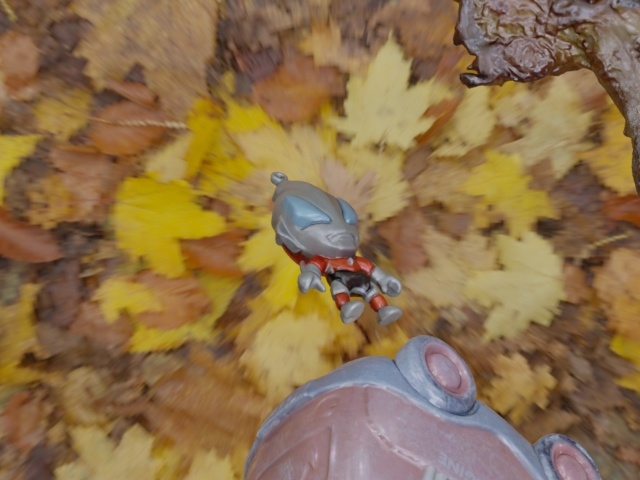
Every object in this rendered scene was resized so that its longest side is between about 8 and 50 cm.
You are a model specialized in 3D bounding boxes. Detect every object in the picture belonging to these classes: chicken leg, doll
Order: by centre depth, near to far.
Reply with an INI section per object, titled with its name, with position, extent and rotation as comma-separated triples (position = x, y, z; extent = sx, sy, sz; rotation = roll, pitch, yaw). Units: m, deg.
[doll]
position = 0.000, -0.001, 0.985
extent = 0.057, 0.039, 0.114
rotation = -19, 51, -18
[chicken leg]
position = 0.219, -0.162, 1.648
extent = 0.322, 0.083, 0.177
rotation = 37, 67, 18

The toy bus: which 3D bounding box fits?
[toy bus]
position = 0.074, 0.237, 1.449
extent = 0.294, 0.232, 0.197
rotation = 39, 121, -17
